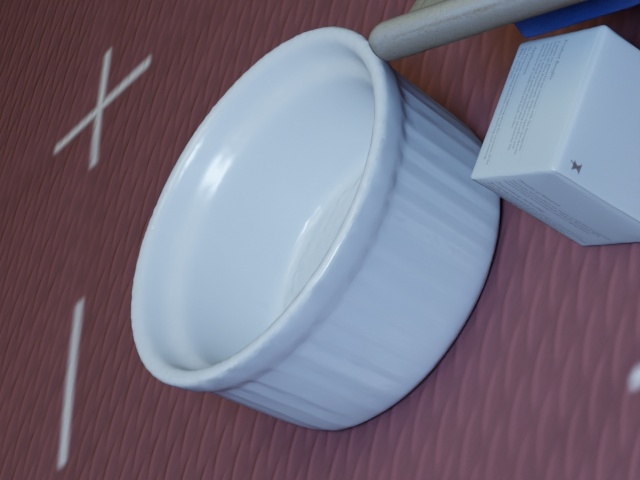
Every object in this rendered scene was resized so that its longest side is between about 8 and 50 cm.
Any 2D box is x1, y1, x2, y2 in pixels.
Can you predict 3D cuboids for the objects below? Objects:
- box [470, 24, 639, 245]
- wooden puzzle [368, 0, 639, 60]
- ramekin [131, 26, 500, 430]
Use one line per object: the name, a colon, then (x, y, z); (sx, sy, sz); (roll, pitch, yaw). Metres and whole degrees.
box: (0.169, -0.063, 1.192); (0.087, 0.102, 0.101); (-5, 60, 59)
wooden puzzle: (0.229, -0.227, 1.183); (0.322, 0.080, 0.348); (-12, 31, 44)
ramekin: (0.000, 0.000, 1.365); (0.277, 0.135, 0.277); (-37, 37, 35)
